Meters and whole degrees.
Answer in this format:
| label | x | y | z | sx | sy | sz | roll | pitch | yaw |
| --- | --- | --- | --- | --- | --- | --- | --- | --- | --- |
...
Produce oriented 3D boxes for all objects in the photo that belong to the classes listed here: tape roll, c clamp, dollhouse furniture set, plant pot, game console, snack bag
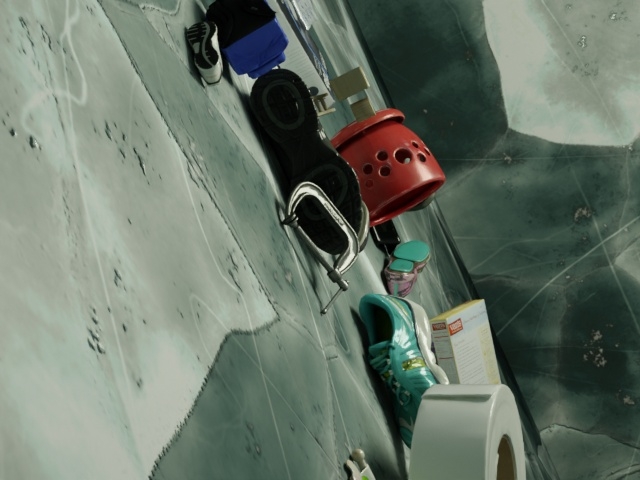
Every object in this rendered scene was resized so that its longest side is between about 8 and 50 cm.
| label | x | y | z | sx | sy | sz | roll | pitch | yaw |
| --- | --- | --- | --- | --- | --- | --- | --- | --- | --- |
| tape roll | 0.200 | 0.330 | 1.357 | 0.286 | 0.100 | 0.286 | -3 | 90 | -69 |
| c clamp | 0.000 | 0.000 | 1.427 | 0.161 | 0.022 | 0.137 | 55 | 47 | -10 |
| dollhouse furniture set | 0.030 | -0.161 | 1.641 | 0.182 | 0.160 | 0.101 | 65 | 12 | -2 |
| plant pot | 0.111 | -0.138 | 1.906 | 0.174 | 0.191 | 0.191 | 61 | 11 | 8 |
| game console | 0.112 | -0.034 | 2.131 | 0.107 | 0.071 | 0.122 | -2 | 64 | -45 |
| snack bag | -0.090 | -0.647 | 2.378 | 0.323 | 0.037 | 0.342 | 63 | 12 | -13 |

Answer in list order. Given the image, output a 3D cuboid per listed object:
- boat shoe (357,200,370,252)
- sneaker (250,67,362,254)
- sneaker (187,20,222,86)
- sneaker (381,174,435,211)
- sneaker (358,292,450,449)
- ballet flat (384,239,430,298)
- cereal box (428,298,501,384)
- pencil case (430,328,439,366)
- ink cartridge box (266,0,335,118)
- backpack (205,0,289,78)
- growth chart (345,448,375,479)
| label | x | y | z | sx | sy | sz | roll | pitch | yaw |
| --- | --- | --- | --- | --- | --- | --- | --- | --- | --- |
| boat shoe | 0.053 | -0.029 | 1.706 | 0.065 | 0.075 | 0.206 | 56 | 11 | -30 |
| sneaker | -0.012 | -0.117 | 1.533 | 0.130 | 0.109 | 0.286 | 7 | 63 | -88 |
| sneaker | -0.149 | -0.243 | 1.334 | 0.044 | 0.040 | 0.109 | 78 | 2 | -50 |
| sneaker | 0.140 | -0.141 | 2.156 | 0.227 | 0.087 | 0.130 | 38 | -4 | 47 |
| sneaker | 0.117 | 0.198 | 1.552 | 0.110 | 0.107 | 0.275 | 24 | 37 | -39 |
| ballet flat | 0.169 | 0.064 | 2.059 | 0.221 | 0.076 | 0.079 | -47 | 148 | -68 |
| cereal box | 0.295 | 0.251 | 2.038 | 0.173 | 0.047 | 0.240 | -16 | 95 | -54 |
| pencil case | 0.284 | 0.261 | 2.126 | 0.206 | 0.088 | 0.086 | 59 | 11 | -27 |
| ink cartridge box | -0.049 | -0.362 | 1.935 | 0.165 | 0.065 | 0.333 | -101 | 164 | -49 |
| backpack | -0.109 | -0.297 | 1.469 | 0.120 | 0.098 | 0.101 | 59 | -5 | 40 |
| growth chart | 0.069 | 0.352 | 1.156 | 0.237 | 0.021 | 0.172 | -87 | 152 | -69 |
